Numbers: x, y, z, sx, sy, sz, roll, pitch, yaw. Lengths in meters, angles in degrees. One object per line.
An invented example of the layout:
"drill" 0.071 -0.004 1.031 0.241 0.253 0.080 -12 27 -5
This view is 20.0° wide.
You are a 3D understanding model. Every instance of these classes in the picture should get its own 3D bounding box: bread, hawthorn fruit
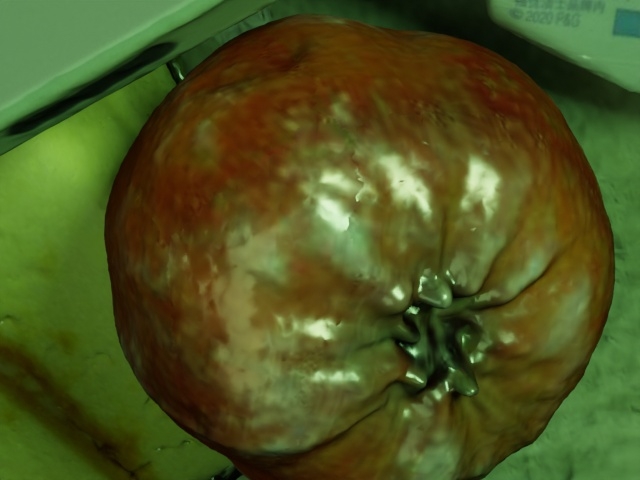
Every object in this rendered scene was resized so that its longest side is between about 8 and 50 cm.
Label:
"bread" -0.160 -0.001 1.110 0.346 0.242 0.405 -24 130 38
"hawthorn fruit" 0.000 0.000 0.884 0.272 0.242 0.242 38 137 55

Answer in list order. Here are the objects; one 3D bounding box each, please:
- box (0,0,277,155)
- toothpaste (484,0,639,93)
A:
"box" -0.125 -0.260 0.803 0.367 0.090 0.373 -27 83 22
"toothpaste" 0.157 -0.111 0.799 0.282 0.068 0.099 17 152 18
